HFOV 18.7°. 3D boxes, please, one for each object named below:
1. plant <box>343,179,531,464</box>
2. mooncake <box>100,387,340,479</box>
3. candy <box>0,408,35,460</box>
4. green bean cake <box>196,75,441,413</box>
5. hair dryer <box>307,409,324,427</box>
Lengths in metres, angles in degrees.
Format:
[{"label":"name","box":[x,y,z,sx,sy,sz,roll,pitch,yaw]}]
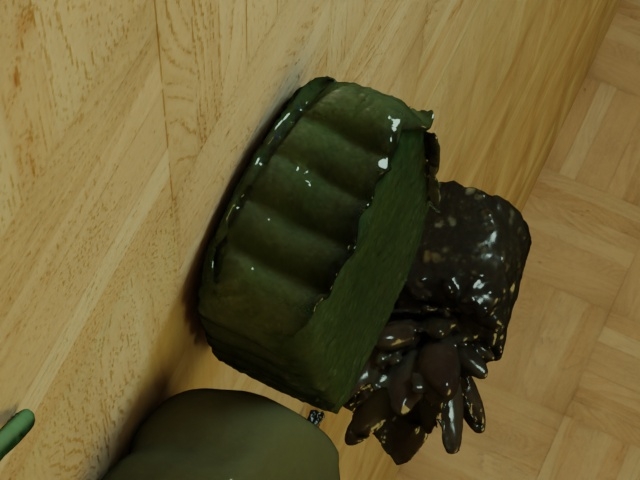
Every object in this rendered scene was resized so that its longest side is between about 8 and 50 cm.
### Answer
[{"label":"plant","box":[0.124,0.097,2.297,0.181,0.194,0.320,68,40,-60]},{"label":"mooncake","box":[-0.087,0.240,1.444,0.275,0.135,0.275,11,90,-69]},{"label":"candy","box":[-0.182,0.127,0.963,0.305,0.083,0.091,-57,168,-82]},{"label":"green bean cake","box":[0.000,0.000,1.478,0.222,0.125,0.227,-61,168,-17]},{"label":"hair dryer","box":[-0.031,0.272,2.169,0.117,0.064,0.181,97,14,-63]}]
